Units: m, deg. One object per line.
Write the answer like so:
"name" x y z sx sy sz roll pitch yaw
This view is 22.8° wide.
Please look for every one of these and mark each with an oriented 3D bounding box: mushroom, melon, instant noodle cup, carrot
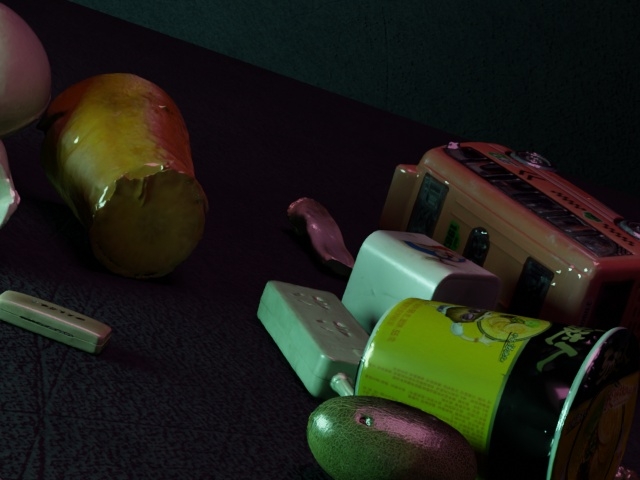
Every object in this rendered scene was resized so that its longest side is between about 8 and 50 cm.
"mushroom" 0.003 0.001 2.199 0.059 0.054 0.202 7 23 -23
"melon" 0.064 0.194 1.440 0.162 0.099 0.099 21 14 1
"instant noodle cup" 0.169 0.157 1.545 0.236 0.216 0.215 16 11 29
"carrot" -0.229 -0.082 1.908 0.196 0.196 0.254 13 15 -23

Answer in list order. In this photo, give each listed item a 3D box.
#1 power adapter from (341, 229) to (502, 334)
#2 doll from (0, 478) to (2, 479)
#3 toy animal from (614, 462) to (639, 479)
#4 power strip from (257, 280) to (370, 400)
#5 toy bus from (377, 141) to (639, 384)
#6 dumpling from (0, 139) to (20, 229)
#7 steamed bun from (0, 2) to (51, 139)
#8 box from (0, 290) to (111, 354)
"power adapter" 0.145 0.084 1.902 0.130 0.125 0.205 5 19 -47
"doll" -0.133 0.227 1.018 0.293 0.119 0.138 14 -28 -21
"toy animal" 0.262 0.220 1.680 0.086 0.069 0.220 36 8 -36
"power strip" 0.010 0.121 1.733 0.093 0.053 0.288 14 14 -23
"toy bus" 0.282 0.023 2.174 0.233 0.203 0.427 3 24 -37
"dumpling" -0.428 -0.077 1.742 0.250 0.162 0.132 46 -12 29
"steamed bun" -0.473 -0.215 1.932 0.282 0.177 0.283 -8 22 3
"box" -0.266 0.079 1.576 0.115 0.025 0.048 21 16 3
